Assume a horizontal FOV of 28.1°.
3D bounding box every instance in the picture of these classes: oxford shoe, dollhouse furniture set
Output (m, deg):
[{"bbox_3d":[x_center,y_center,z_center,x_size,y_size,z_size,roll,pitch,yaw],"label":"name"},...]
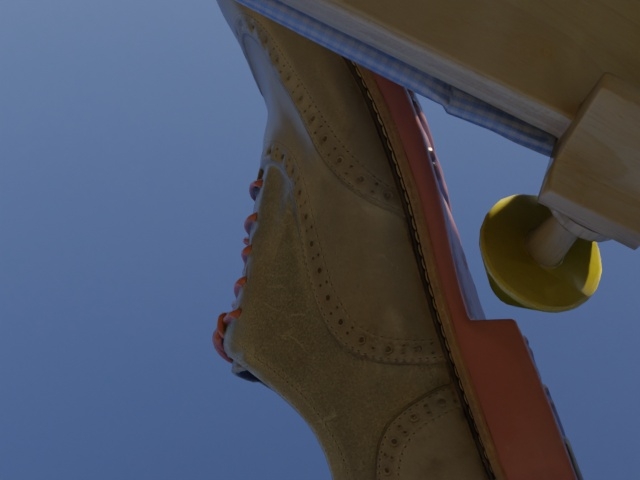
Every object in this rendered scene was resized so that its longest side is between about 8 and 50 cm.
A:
[{"bbox_3d":[0.000,0.000,0.572,0.130,0.123,0.348,-24,-111,5],"label":"oxford shoe"},{"bbox_3d":[0.006,-0.130,0.510,0.286,0.198,0.303,24,-123,-4],"label":"dollhouse furniture set"}]
